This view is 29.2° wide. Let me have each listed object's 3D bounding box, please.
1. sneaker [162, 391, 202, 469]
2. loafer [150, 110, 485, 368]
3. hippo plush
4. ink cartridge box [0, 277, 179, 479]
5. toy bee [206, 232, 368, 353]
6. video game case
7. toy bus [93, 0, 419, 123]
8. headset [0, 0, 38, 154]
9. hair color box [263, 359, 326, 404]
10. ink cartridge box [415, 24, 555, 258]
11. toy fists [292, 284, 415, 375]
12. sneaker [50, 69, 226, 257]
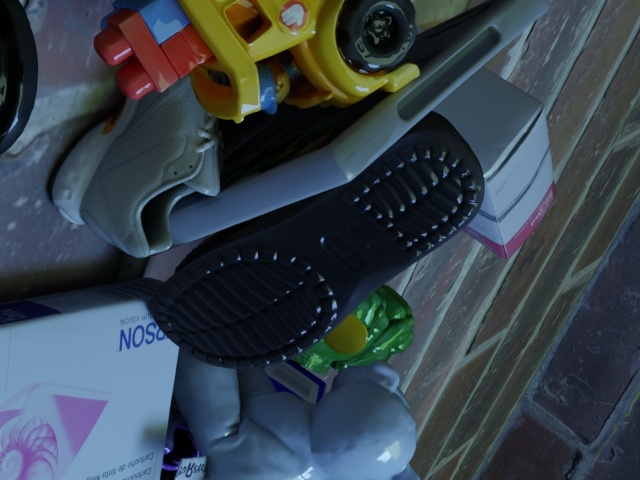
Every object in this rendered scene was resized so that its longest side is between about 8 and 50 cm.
[{"bbox_3d":[-0.168,0.221,1.447,0.095,0.104,0.236,-60,159,13],"label":"sneaker"},{"bbox_3d":[0.000,0.000,1.145,0.366,0.134,0.130,-29,-157,25],"label":"loafer"},{"bbox_3d":[-0.021,0.190,1.335,0.237,0.234,0.294,-20,179,7],"label":"hippo plush"},{"bbox_3d":[-0.259,0.214,1.146,0.324,0.071,0.330,-11,111,-61],"label":"ink cartridge box"},{"bbox_3d":[-0.027,0.059,1.362,0.162,0.195,0.298,-53,162,12],"label":"toy bee"},{"bbox_3d":[0.012,-0.106,1.119,0.300,0.036,0.329,-42,-166,-35],"label":"video game case"},{"bbox_3d":[-0.060,-0.164,0.920,0.211,0.149,0.220,-43,121,-14],"label":"toy bus"},{"bbox_3d":[-0.233,-0.112,0.675,0.394,0.185,0.243,-58,159,-2],"label":"headset"},{"bbox_3d":[-0.126,0.319,1.604,0.339,0.110,0.185,-55,-178,9],"label":"hair color box"},{"bbox_3d":[0.164,-0.113,1.465,0.117,0.207,0.283,-51,159,-7],"label":"ink cartridge box"},{"bbox_3d":[0.052,0.125,1.745,0.142,0.096,0.279,-56,151,5],"label":"toy fists"},{"bbox_3d":[-0.111,-0.102,1.033,0.262,0.121,0.099,-58,158,12],"label":"sneaker"}]
